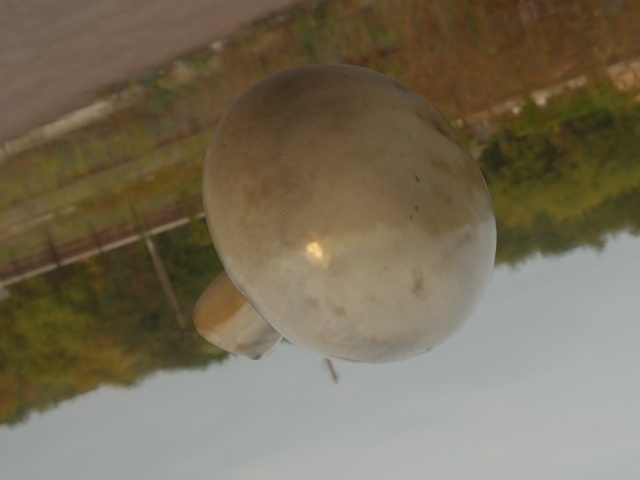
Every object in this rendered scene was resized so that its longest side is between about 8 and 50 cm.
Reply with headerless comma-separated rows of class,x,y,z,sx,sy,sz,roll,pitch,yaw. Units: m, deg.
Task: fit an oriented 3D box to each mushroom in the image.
mushroom,0.000,0.000,0.841,0.215,0.207,0.207,-44,168,34
